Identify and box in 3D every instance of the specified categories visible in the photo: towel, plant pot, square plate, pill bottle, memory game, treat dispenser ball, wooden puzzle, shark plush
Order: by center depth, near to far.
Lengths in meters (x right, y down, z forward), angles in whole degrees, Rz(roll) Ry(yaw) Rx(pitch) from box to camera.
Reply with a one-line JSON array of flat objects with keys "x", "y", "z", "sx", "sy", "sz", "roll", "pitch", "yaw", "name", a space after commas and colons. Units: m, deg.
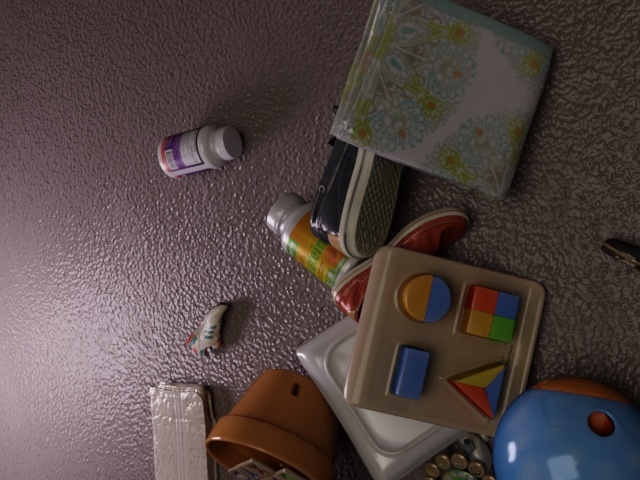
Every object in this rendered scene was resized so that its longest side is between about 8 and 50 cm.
[{"x": 0.456, "y": 0.390, "z": 1.446, "sx": 0.288, "sy": 0.288, "sz": 0.288, "roll": 1, "pitch": 92, "yaw": 30, "name": "treat dispenser ball"}, {"x": 0.235, "y": -0.284, "z": 1.536, "sx": 0.374, "sy": 0.090, "sz": 0.320, "roll": 20, "pitch": 90, "yaw": -10, "name": "towel"}, {"x": 0.246, "y": 0.200, "z": 1.565, "sx": 0.348, "sy": 0.080, "sz": 0.322, "roll": 13, "pitch": 87, "yaw": -3, "name": "wooden puzzle"}, {"x": 0.172, "y": 0.275, "z": 1.669, "sx": 0.344, "sy": 0.049, "sz": 0.347, "roll": -34, "pitch": 72, "yaw": 2, "name": "square plate"}, {"x": 0.294, "y": 0.521, "z": 1.669, "sx": 0.186, "sy": 0.012, "sz": 0.186, "roll": 15, "pitch": 119, "yaw": 29, "name": "memory game"}, {"x": 0.329, "y": 0.453, "z": 1.676, "sx": 0.067, "sy": 0.073, "sz": 0.161, "roll": -25, "pitch": 100, "yaw": 48, "name": "shark plush"}, {"x": -0.077, "y": 0.418, "z": 1.761, "sx": 0.291, "sy": 0.291, "sz": 0.203, "roll": 8, "pitch": 55, "yaw": 30, "name": "plant pot"}, {"x": 0.000, "y": 0.000, "z": 1.783, "sx": 0.245, "sy": 0.136, "sz": 0.136, "roll": 38, "pitch": 109, "yaw": 24, "name": "pill bottle"}, {"x": -0.291, "y": -0.220, "z": 1.961, "sx": 0.193, "sy": 0.108, "sz": 0.108, "roll": -9, "pitch": 87, "yaw": 29, "name": "pill bottle"}, {"x": -0.351, "y": 0.502, "z": 2.056, "sx": 0.187, "sy": 0.049, "sz": 0.282, "roll": -1, "pitch": 92, "yaw": 31, "name": "towel"}]

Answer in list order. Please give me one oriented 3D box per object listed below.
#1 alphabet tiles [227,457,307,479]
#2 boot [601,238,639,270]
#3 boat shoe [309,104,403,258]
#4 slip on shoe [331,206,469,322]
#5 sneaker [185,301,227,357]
[{"x": -0.031, "y": 0.570, "z": 1.740, "sx": 0.342, "sy": 0.011, "sz": 0.285, "roll": 33, "pitch": 148, "yaw": -9, "name": "alphabet tiles"}, {"x": 0.630, "y": 0.002, "z": 1.466, "sx": 0.198, "sy": 0.077, "sz": 0.137, "roll": 24, "pitch": 99, "yaw": 14, "name": "boot"}, {"x": 0.098, "y": -0.211, "z": 1.663, "sx": 0.156, "sy": 0.187, "sz": 0.500, "roll": 12, "pitch": 84, "yaw": 40, "name": "boat shoe"}, {"x": 0.176, "y": 0.054, "z": 1.660, "sx": 0.331, "sy": 0.123, "sz": 0.101, "roll": -37, "pitch": 52, "yaw": 5, "name": "slip on shoe"}, {"x": -0.265, "y": 0.223, "z": 1.999, "sx": 0.075, "sy": 0.057, "sz": 0.161, "roll": 42, "pitch": 110, "yaw": 4, "name": "sneaker"}]
